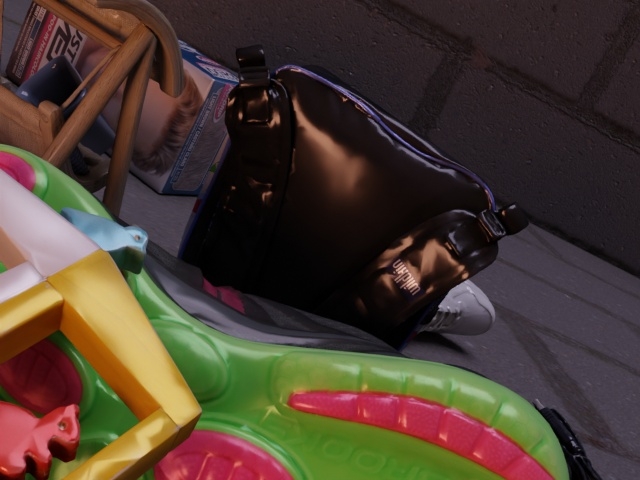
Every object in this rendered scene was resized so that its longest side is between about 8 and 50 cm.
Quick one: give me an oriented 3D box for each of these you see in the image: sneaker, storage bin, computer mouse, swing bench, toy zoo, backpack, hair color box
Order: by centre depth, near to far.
[{"bbox_3d":[-0.185,0.061,0.309,0.192,0.030,0.293,45,49,14],"label":"toy zoo"},{"bbox_3d":[-0.093,0.097,0.496,0.482,0.185,0.202,27,-13,3],"label":"sneaker"},{"bbox_3d":[0.000,0.000,0.713,0.276,0.263,0.213,35,10,6],"label":"backpack"},{"bbox_3d":[-0.284,-0.162,0.730,0.253,0.255,0.165,35,16,20],"label":"swing bench"},{"bbox_3d":[0.188,0.188,0.797,0.272,0.072,0.188,23,17,-20],"label":"computer mouse"},{"bbox_3d":[-0.321,-0.155,0.979,0.091,0.098,0.135,52,-4,-41],"label":"storage bin"},{"bbox_3d":[0.127,0.091,1.001,0.232,0.090,0.115,16,25,-14],"label":"sneaker"},{"bbox_3d":[-0.277,-0.226,1.095,0.347,0.174,0.105,35,17,22],"label":"hair color box"}]
